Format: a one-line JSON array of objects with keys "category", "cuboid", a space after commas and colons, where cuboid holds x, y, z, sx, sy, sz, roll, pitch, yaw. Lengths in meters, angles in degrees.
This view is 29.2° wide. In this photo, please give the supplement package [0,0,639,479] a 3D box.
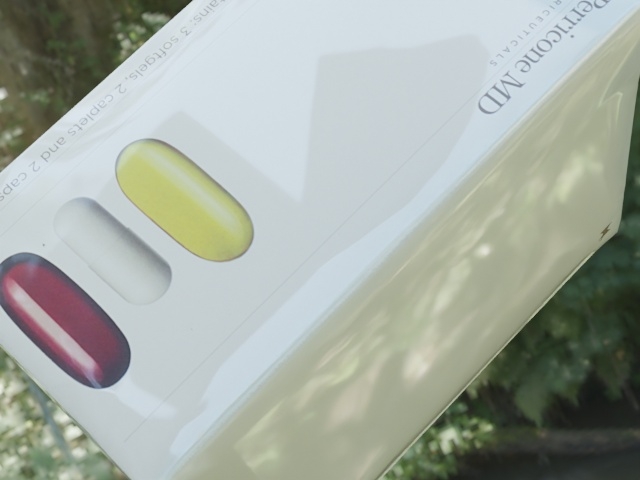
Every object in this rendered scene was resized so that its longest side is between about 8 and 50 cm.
[{"category": "supplement package", "cuboid": [0.000, 0.000, 0.545, 0.262, 0.145, 0.204, -45, -24, -13]}]
